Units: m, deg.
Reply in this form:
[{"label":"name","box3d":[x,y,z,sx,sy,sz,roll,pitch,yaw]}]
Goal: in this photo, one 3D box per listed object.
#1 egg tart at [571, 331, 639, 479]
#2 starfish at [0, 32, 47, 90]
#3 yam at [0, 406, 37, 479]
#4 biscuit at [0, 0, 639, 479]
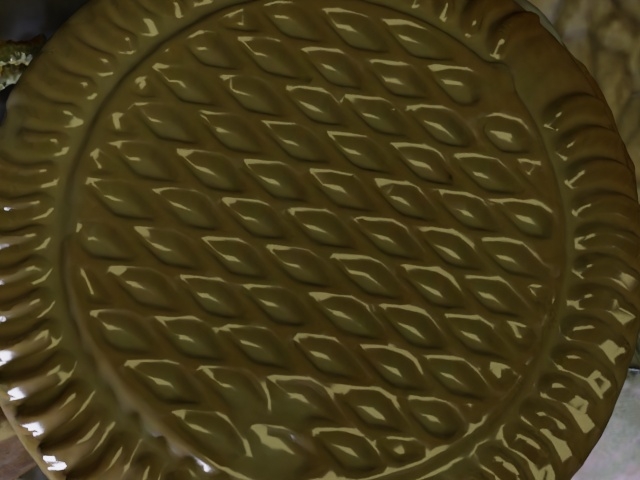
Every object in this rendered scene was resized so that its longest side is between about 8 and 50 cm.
[{"label":"egg tart","box3d":[0.090,0.101,0.665,0.234,0.094,0.234,-4,103,-19]},{"label":"starfish","box3d":[-0.186,-0.051,0.516,0.208,0.053,0.176,-41,150,-9]},{"label":"yam","box3d":[-0.066,0.036,0.610,0.264,0.046,0.046,-32,111,-14]},{"label":"biscuit","box3d":[0.000,0.000,0.563,0.259,0.079,0.259,2,77,-9]}]
